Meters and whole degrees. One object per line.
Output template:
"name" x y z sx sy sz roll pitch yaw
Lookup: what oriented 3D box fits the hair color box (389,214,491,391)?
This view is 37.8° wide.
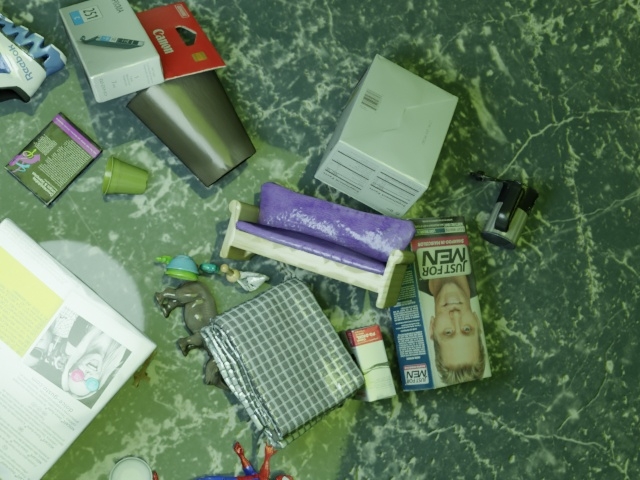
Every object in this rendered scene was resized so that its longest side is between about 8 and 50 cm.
"hair color box" 0.238 0.128 1.951 0.173 0.105 0.347 -5 83 -37

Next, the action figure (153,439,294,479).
"action figure" -0.187 0.450 1.853 0.280 0.091 0.139 5 90 -11

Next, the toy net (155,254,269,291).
"toy net" -0.216 0.073 1.900 0.232 0.122 0.045 15 77 -31

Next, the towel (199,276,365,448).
"towel" -0.068 0.236 1.843 0.235 0.121 0.284 -27 81 -39

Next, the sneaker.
"sneaker" -0.684 -0.367 1.843 0.315 0.127 0.182 29 76 -8

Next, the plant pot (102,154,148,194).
"plant pot" -0.395 -0.125 1.902 0.079 0.083 0.083 12 80 -23

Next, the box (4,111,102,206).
"box" -0.540 -0.165 1.897 0.116 0.029 0.162 42 75 -3

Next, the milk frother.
"milk frother" 0.383 -0.073 2.053 0.143 0.129 0.135 17 75 35

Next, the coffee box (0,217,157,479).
"coffee box" -0.534 0.208 1.687 0.338 0.337 0.334 41 78 -4

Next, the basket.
"basket" -0.248 -0.235 1.908 0.204 0.154 0.227 -37 95 -27

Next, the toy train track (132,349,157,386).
"toy train track" -0.353 0.258 1.885 0.048 0.014 0.083 23 71 15

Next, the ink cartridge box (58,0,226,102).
"ink cartridge box" -0.358 -0.406 1.858 0.261 0.066 0.296 -20 45 -14

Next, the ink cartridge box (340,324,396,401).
"ink cartridge box" 0.097 0.254 1.931 0.063 0.109 0.151 -12 85 -14

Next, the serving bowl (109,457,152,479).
"serving bowl" -0.374 0.470 1.845 0.083 0.027 0.083 2 82 -12

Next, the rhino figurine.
"rhino figurine" -0.236 0.193 1.890 0.106 0.073 0.243 -26 90 -11

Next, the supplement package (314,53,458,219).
"supplement package" 0.138 -0.214 1.942 0.204 0.145 0.262 27 55 -7

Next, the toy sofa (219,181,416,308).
"toy sofa" 0.000 0.000 1.847 0.362 0.150 0.177 17 93 15
